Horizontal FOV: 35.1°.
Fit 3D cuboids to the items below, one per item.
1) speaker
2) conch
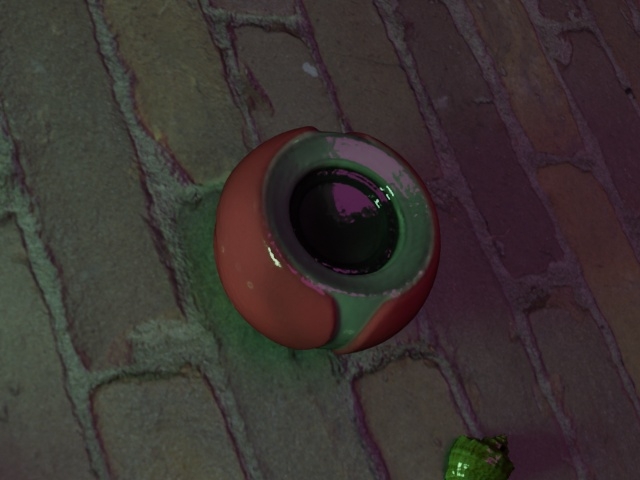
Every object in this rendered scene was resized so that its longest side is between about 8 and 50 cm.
[{"bbox_3d":[0.000,0.000,1.279,0.294,0.294,0.294,16,57,-27],"label":"speaker"},{"bbox_3d":[0.218,0.308,1.401,0.089,0.074,0.121,37,65,23],"label":"conch"}]
